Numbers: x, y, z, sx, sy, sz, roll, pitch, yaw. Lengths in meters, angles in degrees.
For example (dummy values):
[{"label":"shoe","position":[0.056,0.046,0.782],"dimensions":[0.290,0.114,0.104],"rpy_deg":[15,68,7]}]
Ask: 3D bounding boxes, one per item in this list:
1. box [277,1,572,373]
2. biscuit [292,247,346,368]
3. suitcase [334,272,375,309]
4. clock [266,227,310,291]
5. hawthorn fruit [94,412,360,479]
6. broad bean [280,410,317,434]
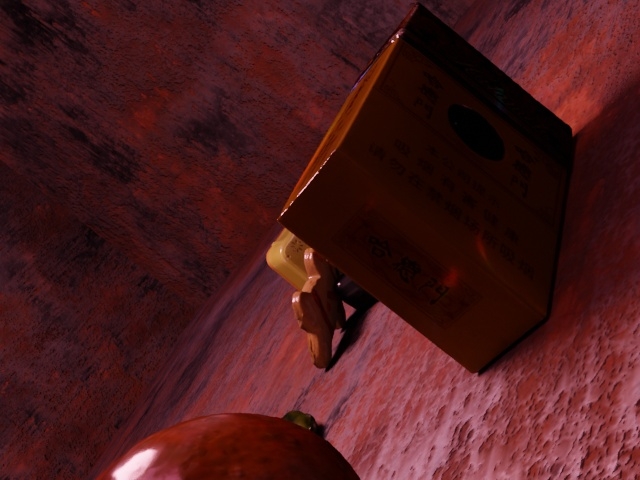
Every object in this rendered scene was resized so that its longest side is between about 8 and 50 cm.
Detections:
[{"label":"box","position":[0.137,-0.082,1.101],"dimensions":[0.116,0.264,0.415],"rpy_deg":[-48,7,36]},{"label":"biscuit","position":[0.007,0.085,1.600],"dimensions":[0.030,0.153,0.234],"rpy_deg":[-9,27,19]},{"label":"suitcase","position":[0.141,-0.031,1.602],"dimensions":[0.206,0.066,0.285],"rpy_deg":[-41,13,52]},{"label":"clock","position":[0.000,0.000,2.007],"dimensions":[0.202,0.143,0.096],"rpy_deg":[-54,15,-22]},{"label":"hawthorn fruit","position":[-0.088,0.267,0.820],"dimensions":[0.284,0.284,0.284],"rpy_deg":[-51,7,9]},{"label":"broad bean","position":[-0.049,0.273,1.405],"dimensions":[0.069,0.039,0.227],"rpy_deg":[-49,4,-31]}]
